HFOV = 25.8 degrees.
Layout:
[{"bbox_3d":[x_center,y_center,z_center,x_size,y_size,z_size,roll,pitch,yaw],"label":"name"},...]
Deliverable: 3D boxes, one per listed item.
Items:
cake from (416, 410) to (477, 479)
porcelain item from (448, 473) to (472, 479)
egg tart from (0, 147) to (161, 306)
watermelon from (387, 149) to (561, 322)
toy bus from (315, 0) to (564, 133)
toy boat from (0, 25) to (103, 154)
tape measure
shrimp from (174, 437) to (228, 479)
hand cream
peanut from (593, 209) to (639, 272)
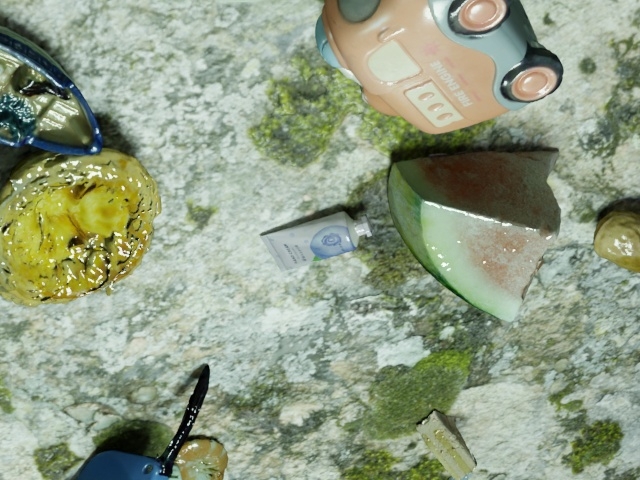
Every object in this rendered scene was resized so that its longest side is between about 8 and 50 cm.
[{"bbox_3d":[0.202,0.330,2.225,0.065,0.121,0.052,33,109,-35],"label":"cake"},{"bbox_3d":[0.234,0.416,2.398,0.036,0.028,0.083,-15,139,-36],"label":"porcelain item"},{"bbox_3d":[-0.303,-0.028,1.651,0.231,0.098,0.252,-30,142,-3],"label":"egg tart"},{"bbox_3d":[0.217,-0.023,1.880,0.231,0.193,0.310,-15,128,19],"label":"watermelon"},{"bbox_3d":[0.121,-0.245,1.568,0.232,0.194,0.287,-27,140,21],"label":"toy bus"},{"bbox_3d":[-0.345,-0.155,1.481,0.262,0.115,0.114,21,122,-39],"label":"toy boat"},{"bbox_3d":[-0.267,0.340,2.016,0.098,0.215,0.351,19,79,-38],"label":"tape measure"},{"bbox_3d":[-0.178,0.363,2.141,0.091,0.043,0.184,-21,137,-9],"label":"shrimp"},{"bbox_3d":[0.000,0.000,1.855,0.142,0.053,0.084,-19,140,9],"label":"hand cream"},{"bbox_3d":[0.498,-0.003,2.046,0.225,0.095,0.108,1,117,-21],"label":"peanut"}]
